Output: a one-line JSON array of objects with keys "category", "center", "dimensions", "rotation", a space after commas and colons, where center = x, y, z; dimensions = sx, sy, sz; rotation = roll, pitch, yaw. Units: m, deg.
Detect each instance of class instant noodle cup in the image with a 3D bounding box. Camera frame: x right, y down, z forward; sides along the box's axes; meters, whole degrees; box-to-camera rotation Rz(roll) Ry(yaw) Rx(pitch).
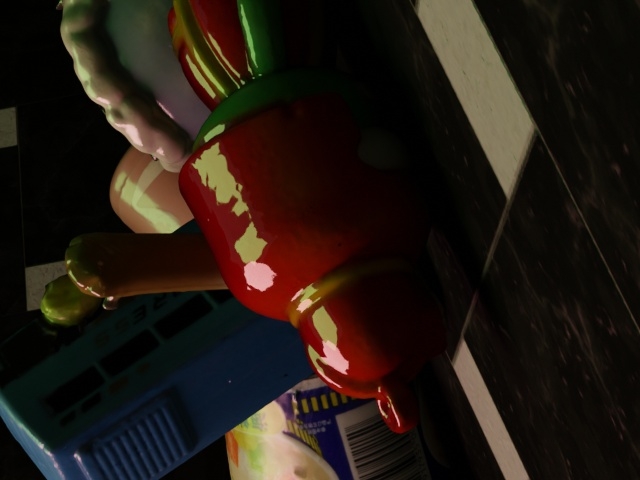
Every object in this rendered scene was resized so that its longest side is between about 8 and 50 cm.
[{"category": "instant noodle cup", "center": [0.019, 0.238, 1.507], "dimensions": [0.284, 0.284, 0.312], "rotation": [-128, 24, -71]}]

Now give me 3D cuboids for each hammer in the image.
[{"category": "hammer", "center": [-0.060, 0.017, 1.168], "dimensions": [0.113, 0.305, 0.202], "rotation": [-53, 54, 41]}]

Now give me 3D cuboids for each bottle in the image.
[{"category": "bottle", "center": [-0.109, -0.019, 1.832], "dimensions": [0.297, 0.173, 0.206], "rotation": [44, 153, 23]}]

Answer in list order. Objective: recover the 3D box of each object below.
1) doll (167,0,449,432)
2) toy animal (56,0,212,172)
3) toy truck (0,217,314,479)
[{"category": "doll", "center": [-0.010, -0.032, 1.056], "dimensions": [0.182, 0.160, 0.363], "rotation": [103, 144, -68]}, {"category": "toy animal", "center": [-0.102, -0.165, 1.272], "dimensions": [0.156, 0.204, 0.208], "rotation": [50, -172, 21]}, {"category": "toy truck", "center": [-0.106, 0.077, 1.351], "dimensions": [0.162, 0.385, 0.161], "rotation": [45, 161, 36]}]
